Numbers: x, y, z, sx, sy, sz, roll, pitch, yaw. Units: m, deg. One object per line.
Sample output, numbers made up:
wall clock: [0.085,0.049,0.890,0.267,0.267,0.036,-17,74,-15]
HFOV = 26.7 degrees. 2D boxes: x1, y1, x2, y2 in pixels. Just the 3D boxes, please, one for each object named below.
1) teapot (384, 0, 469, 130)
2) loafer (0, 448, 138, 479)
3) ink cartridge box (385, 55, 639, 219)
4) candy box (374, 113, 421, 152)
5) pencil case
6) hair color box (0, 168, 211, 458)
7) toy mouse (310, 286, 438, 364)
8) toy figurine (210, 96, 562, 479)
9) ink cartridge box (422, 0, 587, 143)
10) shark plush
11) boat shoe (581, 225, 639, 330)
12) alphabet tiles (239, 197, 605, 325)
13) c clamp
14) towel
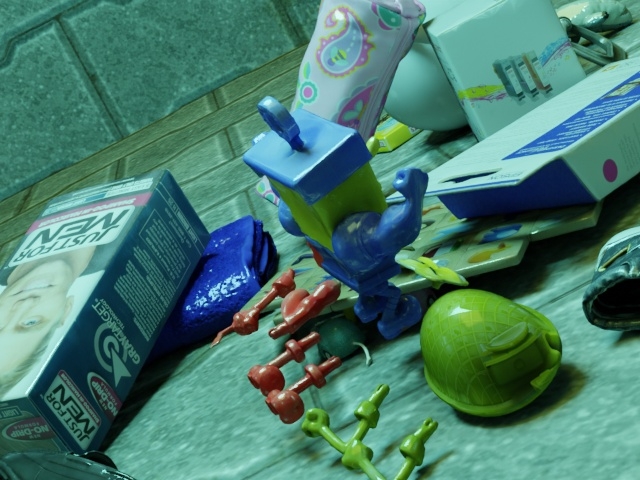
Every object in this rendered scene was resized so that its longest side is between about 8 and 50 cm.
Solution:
teapot: [0.188,-0.248,1.685,0.187,0.253,0.256,12,54,26]
loafer: [-0.196,0.205,1.076,0.078,0.076,0.223,-30,18,-29]
ink cartridge box: [0.242,-0.094,1.259,0.371,0.069,0.175,-28,13,-36]
candy box: [0.136,-0.180,1.888,0.206,0.027,0.105,-36,20,-27]
pencil case: [0.023,-0.152,1.518,0.124,0.124,0.284,-90,19,-70]
hair color box: [-0.259,0.081,1.366,0.173,0.105,0.347,-13,33,29]
toy mouse: [0.045,0.067,1.191,0.161,0.031,0.143,-22,15,20]
toy figurine: [0.000,0.000,1.010,0.191,0.217,0.362,-32,25,-12]
ink cartridge box: [0.208,-0.183,1.465,0.127,0.176,0.128,-27,14,3]
shark plush: [0.339,-0.278,1.820,0.161,0.067,0.073,-33,50,14]
boat shoe: [0.268,0.012,0.926,0.183,0.065,0.083,-26,14,35]
alphabet tiles: [0.103,0.001,1.264,0.342,0.011,0.285,-16,12,22]
c clamp: [0.311,-0.243,1.631,0.161,0.137,0.022,-49,-19,-66]
towel: [-0.196,0.076,1.508,0.308,0.076,0.228,-26,14,6]
